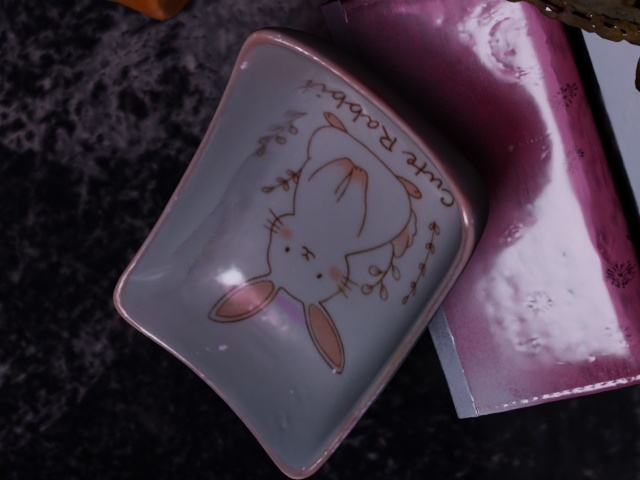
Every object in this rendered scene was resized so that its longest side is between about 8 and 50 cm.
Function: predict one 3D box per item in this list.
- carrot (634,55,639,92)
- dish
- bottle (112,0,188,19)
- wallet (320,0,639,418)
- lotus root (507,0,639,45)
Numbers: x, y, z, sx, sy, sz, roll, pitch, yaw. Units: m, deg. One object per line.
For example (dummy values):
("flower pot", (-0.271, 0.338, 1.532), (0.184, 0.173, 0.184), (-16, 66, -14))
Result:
("carrot", (0.258, -0.024, 0.867), (0.260, 0.070, 0.070), (37, 118, 9))
("dish", (0.000, 0.000, 0.961), (0.151, 0.077, 0.212), (42, 129, 14))
("bottle", (-0.149, -0.179, 0.990), (0.187, 0.069, 0.069), (25, 115, 16))
("wallet", (0.090, -0.027, 0.960), (0.119, 0.025, 0.232), (-14, 101, 27))
("lotus root", (0.076, -0.219, 0.823), (0.397, 0.179, 0.196), (29, 100, 9))
